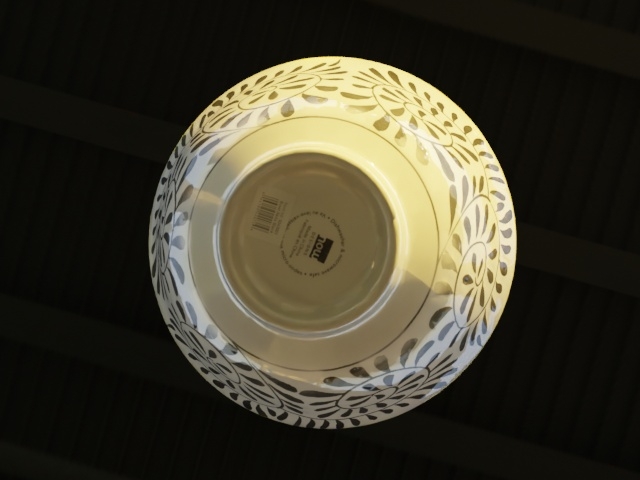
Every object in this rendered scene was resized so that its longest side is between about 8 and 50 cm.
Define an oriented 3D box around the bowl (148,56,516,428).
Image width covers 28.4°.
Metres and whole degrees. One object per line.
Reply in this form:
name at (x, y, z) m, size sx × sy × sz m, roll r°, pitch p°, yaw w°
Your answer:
bowl at (0.000, 0.000, 0.539) m, size 0.170 × 0.080 × 0.170 m, roll 0°, pitch -91°, yaw 6°
